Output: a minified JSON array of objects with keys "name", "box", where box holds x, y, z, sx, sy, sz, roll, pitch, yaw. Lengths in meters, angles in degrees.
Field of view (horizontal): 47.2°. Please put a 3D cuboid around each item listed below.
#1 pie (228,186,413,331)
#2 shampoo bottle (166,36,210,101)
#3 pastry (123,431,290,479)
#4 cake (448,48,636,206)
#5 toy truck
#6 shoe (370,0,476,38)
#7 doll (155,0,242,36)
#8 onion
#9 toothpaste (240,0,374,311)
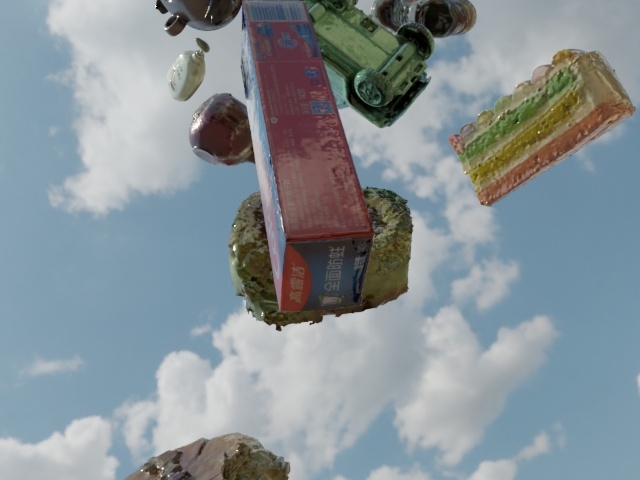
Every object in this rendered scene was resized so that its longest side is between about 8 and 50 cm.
[{"name":"pie","box":[0.000,0.000,1.160,0.288,0.354,0.103,4,-54,6]},{"name":"shampoo bottle","box":[-0.246,-0.328,1.392,0.045,0.077,0.152,-7,-14,-36]},{"name":"pastry","box":[-0.173,0.343,0.961,0.257,0.236,0.120,-38,-69,-48]},{"name":"cake","box":[0.265,-0.143,0.911,0.225,0.109,0.090,-34,-11,24]},{"name":"toy truck","box":[0.043,-0.309,1.192,0.155,0.279,0.156,-51,-4,-25]},{"name":"shoe","box":[0.209,-0.466,1.544,0.228,0.125,0.099,7,-58,16]},{"name":"doll","box":[-0.125,-0.377,0.966,0.257,0.182,0.117,-49,-52,-7]},{"name":"onion","box":[-0.195,-0.209,1.567,0.198,0.173,0.135,44,-112,-9]},{"name":"toothpaste","box":[-0.022,-0.089,0.605,0.066,0.320,0.076,-3,-44,-10]}]
